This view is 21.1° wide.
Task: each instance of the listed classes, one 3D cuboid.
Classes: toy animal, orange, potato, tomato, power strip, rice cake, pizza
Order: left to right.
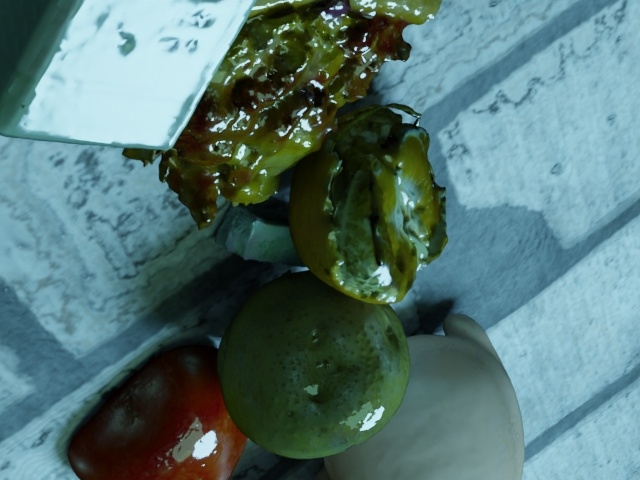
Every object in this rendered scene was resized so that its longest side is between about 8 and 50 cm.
[{"bbox_3d":[-0.116,-0.179,0.977,0.140,0.139,0.224,4,128,-46],"label":"power strip"},{"bbox_3d":[-0.116,0.179,1.471,0.166,0.082,0.174,-43,145,6],"label":"tomato"},{"bbox_3d":[-0.040,-0.102,1.201,0.290,0.081,0.228,-20,144,-29],"label":"pizza"},{"bbox_3d":[-0.008,0.098,1.401,0.157,0.157,0.194,-36,-178,-4],"label":"potato"},{"bbox_3d":[0.000,0.000,1.410,0.211,0.034,0.043,7,117,-48],"label":"rice cake"},{"bbox_3d":[0.031,-0.028,1.323,0.112,0.160,0.170,-6,161,36],"label":"orange"},{"bbox_3d":[0.069,0.262,1.662,0.278,0.345,0.247,-14,179,-2],"label":"toy animal"}]
